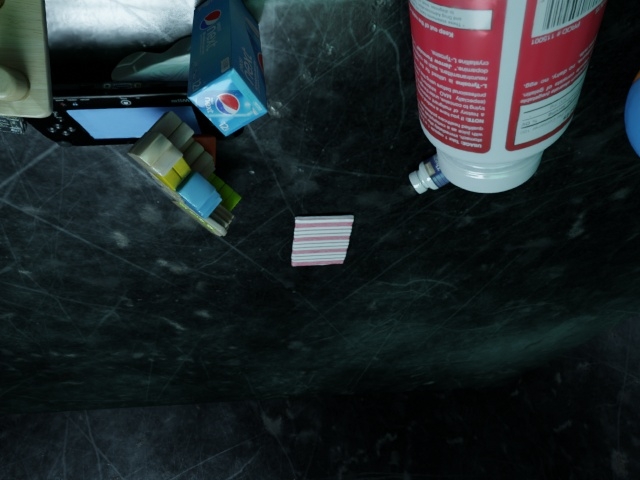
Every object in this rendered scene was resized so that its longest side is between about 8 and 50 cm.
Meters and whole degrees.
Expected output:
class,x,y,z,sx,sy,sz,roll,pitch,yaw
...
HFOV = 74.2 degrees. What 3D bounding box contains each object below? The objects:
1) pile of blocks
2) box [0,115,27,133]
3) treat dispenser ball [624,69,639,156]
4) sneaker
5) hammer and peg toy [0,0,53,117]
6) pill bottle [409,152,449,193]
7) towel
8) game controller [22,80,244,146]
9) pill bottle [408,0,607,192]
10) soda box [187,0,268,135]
class,x,y,z,sx,sy,sz,roll,pitch,yaw
pile of blocks,-0.194,-0.103,0.721,0.149,0.112,0.362,37,169,2
box,-0.521,-0.206,0.670,0.084,0.018,0.067,4,143,-19
treat dispenser ball,0.673,-0.227,0.691,0.289,0.288,0.288,-6,145,-5
sneaker,-0.238,-0.254,0.641,0.152,0.053,0.061,-12,150,4
hammer and peg toy,-0.472,-0.266,0.401,0.362,0.127,0.265,0,105,-20
pill bottle,0.251,-0.149,0.890,0.120,0.067,0.067,-30,140,26
towel,0.000,0.000,1.080,0.144,0.029,0.197,-3,142,-10
game controller,-0.284,-0.196,0.666,0.320,0.067,0.166,-5,179,-7
pill bottle,0.248,-0.259,0.595,0.229,0.228,0.407,-15,145,7
soda box,-0.120,-0.239,0.551,0.067,0.209,0.071,-23,142,19
